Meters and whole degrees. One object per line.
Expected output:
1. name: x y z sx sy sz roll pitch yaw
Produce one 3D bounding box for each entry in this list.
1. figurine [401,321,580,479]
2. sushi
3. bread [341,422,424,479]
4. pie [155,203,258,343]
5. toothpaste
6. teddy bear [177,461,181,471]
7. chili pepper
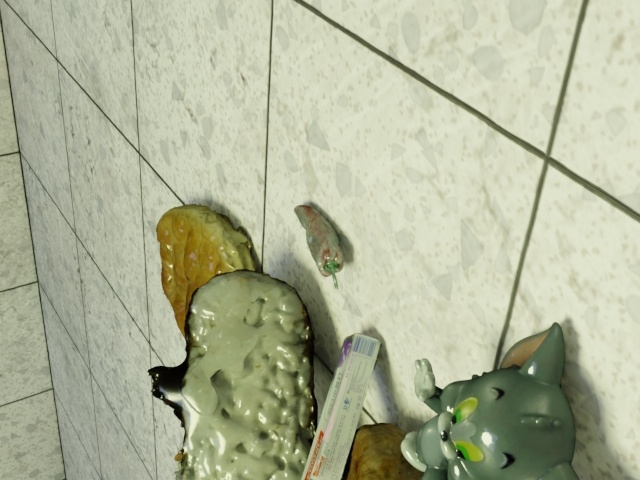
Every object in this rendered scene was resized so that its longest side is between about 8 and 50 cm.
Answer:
1. figurine: 0.162 0.216 0.884 0.265 0.140 0.193 104 165 -62
2. sushi: -0.118 0.216 1.231 0.207 0.234 0.349 110 162 -74
3. bread: 0.066 0.334 1.072 0.230 0.123 0.230 -158 90 -83
4. pie: -0.181 0.093 1.494 0.339 0.083 0.339 32 130 48
5. toothpaste: 0.027 0.212 1.097 0.047 0.040 0.196 133 158 -67
6. teddy bear: -0.118 0.439 1.488 0.267 0.156 0.256 36 139 5
7. chili pepper: 0.001 0.000 1.155 0.050 0.041 0.153 -59 34 29
